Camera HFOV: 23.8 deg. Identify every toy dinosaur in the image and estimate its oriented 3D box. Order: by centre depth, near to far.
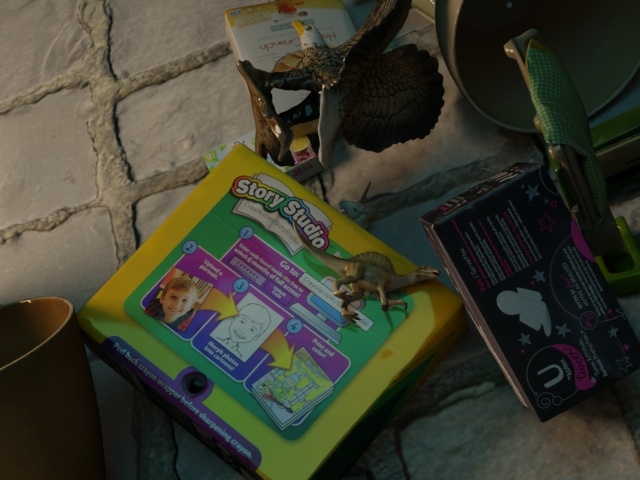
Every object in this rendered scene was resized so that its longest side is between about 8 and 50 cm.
[{"bbox_3d":[0.043,0.043,1.767,0.183,0.053,0.092,15,50,6],"label":"toy dinosaur"}]

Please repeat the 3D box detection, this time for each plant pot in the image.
[{"bbox_3d":[-0.351,0.230,1.790,0.237,0.254,0.237,-19,19,7],"label":"plant pot"},{"bbox_3d":[0.260,-0.304,1.952,0.284,0.284,0.191,-34,34,-4],"label":"plant pot"}]

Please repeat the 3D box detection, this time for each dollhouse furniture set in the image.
[{"bbox_3d":[0.339,-0.106,1.735,0.151,0.301,0.197,-23,48,9],"label":"dollhouse furniture set"}]

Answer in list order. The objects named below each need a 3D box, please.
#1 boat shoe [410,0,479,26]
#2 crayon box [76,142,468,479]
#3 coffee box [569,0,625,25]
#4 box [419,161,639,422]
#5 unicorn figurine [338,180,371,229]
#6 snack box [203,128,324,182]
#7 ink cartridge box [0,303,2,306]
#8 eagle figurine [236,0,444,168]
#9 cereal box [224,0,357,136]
[{"bbox_3d":[0.113,-0.380,2.138,0.094,0.109,0.302,-33,59,-7],"label":"boat shoe"},{"bbox_3d":[-0.060,0.102,1.830,0.363,0.106,0.313,36,73,22],"label":"crayon box"},{"bbox_3d":[0.435,-0.352,2.044,0.113,0.040,0.184,31,72,36],"label":"coffee box"},{"bbox_3d":[0.229,0.053,1.683,0.142,0.163,0.247,-28,94,0],"label":"box"},{"bbox_3d":[0.000,0.000,1.962,0.111,0.060,0.162,10,74,17],"label":"unicorn figurine"},{"bbox_3d":[-0.078,-0.106,2.075,0.141,0.037,0.100,-27,49,0],"label":"snack box"},{"bbox_3d":[-0.530,0.124,1.943,0.198,0.270,0.197,21,64,32],"label":"ink cartridge box"},{"bbox_3d":[0.043,-0.220,1.925,0.298,0.226,0.225,-23,87,-14],"label":"eagle figurine"},{"bbox_3d":[-0.024,-0.246,2.120,0.173,0.047,0.240,-12,49,-11],"label":"cereal box"}]
